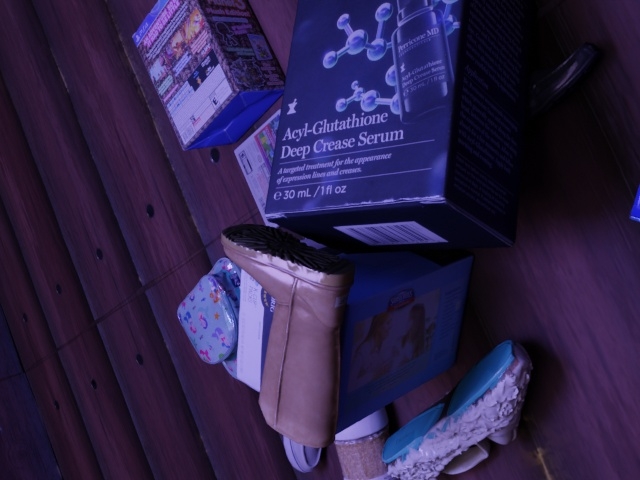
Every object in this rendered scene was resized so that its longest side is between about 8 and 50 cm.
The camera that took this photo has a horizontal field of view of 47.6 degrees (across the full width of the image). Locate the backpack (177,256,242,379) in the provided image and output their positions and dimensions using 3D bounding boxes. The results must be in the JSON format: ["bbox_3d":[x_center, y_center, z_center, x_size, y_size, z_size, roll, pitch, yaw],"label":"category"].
[{"bbox_3d":[-0.177,0.176,1.600,0.254,0.191,0.225,55,132,11],"label":"backpack"}]

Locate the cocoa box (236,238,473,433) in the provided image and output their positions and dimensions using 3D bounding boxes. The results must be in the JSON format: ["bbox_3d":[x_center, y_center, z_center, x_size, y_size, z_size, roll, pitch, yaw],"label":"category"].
[{"bbox_3d":[0.063,0.126,1.226,0.227,0.347,0.232,22,116,38],"label":"cocoa box"}]

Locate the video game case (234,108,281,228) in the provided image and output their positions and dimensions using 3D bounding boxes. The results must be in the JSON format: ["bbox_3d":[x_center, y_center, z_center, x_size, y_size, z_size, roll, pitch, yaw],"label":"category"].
[{"bbox_3d":[-0.091,-0.145,1.533,0.183,0.023,0.201,-33,77,44],"label":"video game case"}]

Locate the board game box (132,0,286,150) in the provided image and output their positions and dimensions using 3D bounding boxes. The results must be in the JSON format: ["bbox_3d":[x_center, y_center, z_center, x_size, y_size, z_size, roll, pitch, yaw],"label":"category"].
[{"bbox_3d":[-0.236,-0.376,1.524,0.232,0.141,0.291,-35,77,44],"label":"board game box"}]

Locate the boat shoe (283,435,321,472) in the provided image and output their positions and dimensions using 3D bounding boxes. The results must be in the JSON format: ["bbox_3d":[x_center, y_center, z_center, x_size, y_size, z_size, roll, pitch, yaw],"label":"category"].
[{"bbox_3d":[-0.024,0.385,1.563,0.084,0.095,0.258,8,108,47],"label":"boat shoe"}]

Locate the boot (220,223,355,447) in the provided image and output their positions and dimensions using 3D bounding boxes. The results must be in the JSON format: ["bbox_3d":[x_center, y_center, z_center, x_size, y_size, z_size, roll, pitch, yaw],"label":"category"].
[{"bbox_3d":[-0.063,0.133,1.043,0.236,0.089,0.270,24,117,36],"label":"boot"}]

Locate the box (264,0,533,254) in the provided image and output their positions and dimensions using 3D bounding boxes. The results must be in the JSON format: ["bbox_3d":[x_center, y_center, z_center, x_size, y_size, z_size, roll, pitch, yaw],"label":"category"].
[{"bbox_3d":[0.119,-0.197,1.048,0.293,0.212,0.396,-4,71,38],"label":"box"}]

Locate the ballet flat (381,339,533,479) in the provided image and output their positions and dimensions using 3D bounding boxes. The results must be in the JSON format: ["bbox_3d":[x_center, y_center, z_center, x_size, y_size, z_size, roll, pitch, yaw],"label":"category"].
[{"bbox_3d":[0.260,0.316,1.266,0.147,0.147,0.409,55,135,18],"label":"ballet flat"}]

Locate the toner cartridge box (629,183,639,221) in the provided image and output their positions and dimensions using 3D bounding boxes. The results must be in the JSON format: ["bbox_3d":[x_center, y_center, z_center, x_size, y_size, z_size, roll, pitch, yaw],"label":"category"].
[{"bbox_3d":[0.518,-0.169,0.892,0.165,0.075,0.348,26,118,38],"label":"toner cartridge box"}]

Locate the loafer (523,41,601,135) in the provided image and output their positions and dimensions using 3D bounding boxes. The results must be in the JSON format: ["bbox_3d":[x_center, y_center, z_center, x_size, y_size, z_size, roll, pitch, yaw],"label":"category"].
[{"bbox_3d":[0.313,-0.219,1.077,0.078,0.076,0.223,54,136,8],"label":"loafer"}]

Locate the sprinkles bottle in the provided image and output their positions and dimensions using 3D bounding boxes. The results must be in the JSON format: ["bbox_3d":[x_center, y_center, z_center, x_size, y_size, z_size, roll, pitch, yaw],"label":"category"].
[{"bbox_3d":[0.111,0.497,1.442,0.121,0.121,0.356,-14,91,45],"label":"sprinkles bottle"}]
